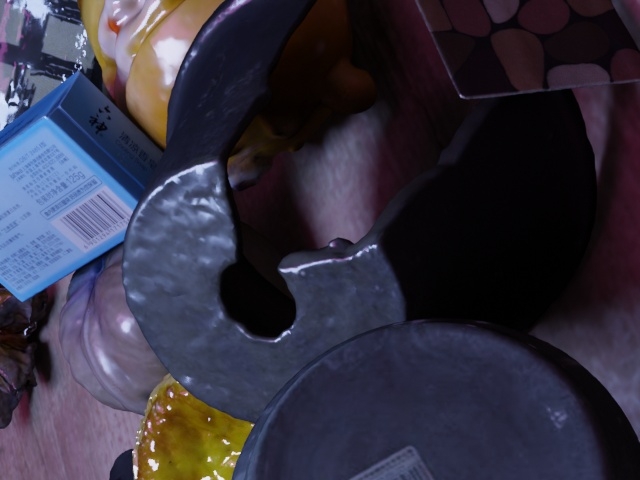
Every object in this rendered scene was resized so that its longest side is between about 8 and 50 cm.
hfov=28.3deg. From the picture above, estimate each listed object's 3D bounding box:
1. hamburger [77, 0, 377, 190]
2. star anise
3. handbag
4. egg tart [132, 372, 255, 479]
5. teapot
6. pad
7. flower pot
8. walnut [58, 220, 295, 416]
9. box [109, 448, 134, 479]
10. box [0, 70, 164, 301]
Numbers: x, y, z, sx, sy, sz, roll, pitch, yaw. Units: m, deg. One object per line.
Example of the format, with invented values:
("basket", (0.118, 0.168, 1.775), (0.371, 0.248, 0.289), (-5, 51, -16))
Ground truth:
("hamburger", (-0.082, -0.186, 1.242), (0.237, 0.276, 0.276), (56, 130, 27))
("star anise", (-0.487, 0.138, 1.876), (0.332, 0.117, 0.331), (-25, 59, 50))
("handbag", (-0.277, -0.206, 1.469), (0.327, 0.162, 0.325), (-72, -2, -77))
("egg tart", (-0.046, 0.231, 1.173), (0.295, 0.116, 0.295), (1, 92, 34))
("teapot", (0.079, 0.242, 0.836), (0.253, 0.344, 0.300), (32, 70, 31))
("pad", (0.146, -0.200, 0.993), (0.003, 0.158, 0.235), (100, 158, -50))
("flower pot", (0.000, 0.000, 0.981), (0.379, 0.251, 0.379), (10, 120, 18))
("walnut", (-0.143, 0.078, 1.320), (0.248, 0.248, 0.248), (-6, 83, 53))
("box", (-0.112, 0.371, 1.372), (0.350, 0.091, 0.359), (-28, 68, 49))
("box", (-0.267, -0.047, 1.246), (0.232, 0.142, 0.083), (-27, 27, 39))
